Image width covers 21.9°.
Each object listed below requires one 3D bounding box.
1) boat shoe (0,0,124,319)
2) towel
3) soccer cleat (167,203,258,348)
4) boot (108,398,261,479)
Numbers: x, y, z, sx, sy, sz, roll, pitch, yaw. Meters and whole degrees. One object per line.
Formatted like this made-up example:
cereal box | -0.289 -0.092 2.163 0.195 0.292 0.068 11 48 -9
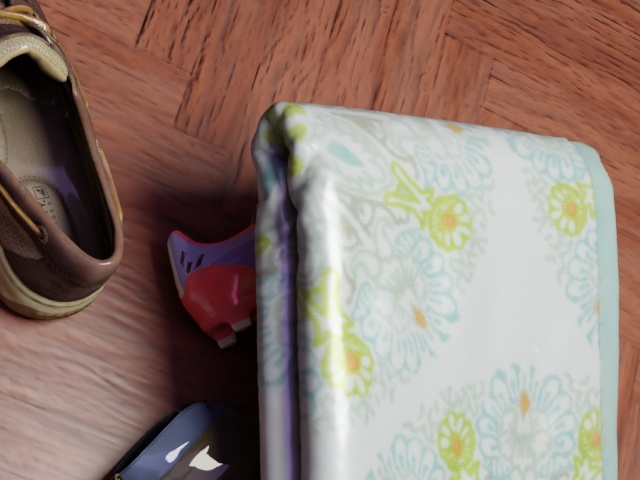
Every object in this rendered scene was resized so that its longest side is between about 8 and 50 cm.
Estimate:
boat shoe | -0.220 -0.118 1.161 0.123 0.123 0.342 -14 79 -31
towel | 0.095 0.097 1.193 0.320 0.090 0.374 5 81 -44
soccer cleat | 0.000 0.000 1.264 0.248 0.083 0.095 -22 79 -29
boot | -0.053 0.132 1.184 0.106 0.082 0.219 43 60 -11
